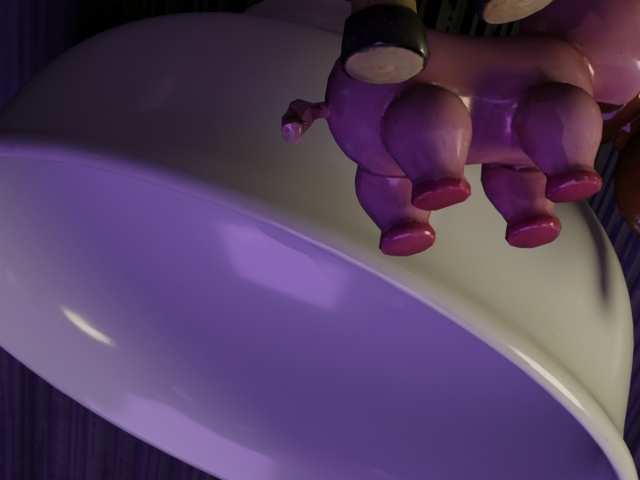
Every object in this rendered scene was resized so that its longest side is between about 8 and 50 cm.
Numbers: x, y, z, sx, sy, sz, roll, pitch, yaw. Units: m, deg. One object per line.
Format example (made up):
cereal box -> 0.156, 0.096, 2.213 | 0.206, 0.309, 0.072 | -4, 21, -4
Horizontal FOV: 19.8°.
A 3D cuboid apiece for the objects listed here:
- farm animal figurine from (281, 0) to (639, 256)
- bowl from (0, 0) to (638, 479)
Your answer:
farm animal figurine -> 0.153, -0.108, 0.510 | 0.327, 0.172, 0.330 | -17, 158, 17
bowl -> 0.000, 0.000, 0.716 | 0.298, 0.134, 0.298 | 20, 156, 10
